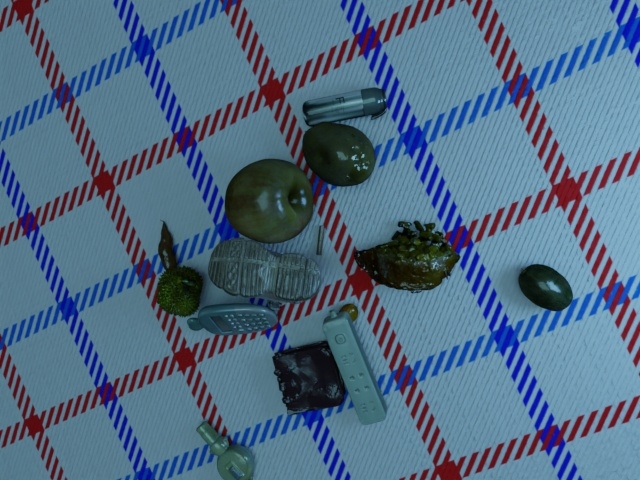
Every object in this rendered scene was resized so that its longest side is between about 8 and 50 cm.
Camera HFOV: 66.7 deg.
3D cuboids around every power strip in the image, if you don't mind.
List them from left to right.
[{"bbox_3d":[0.104,0.391,1.517,0.091,0.062,0.385,-20,99,13],"label":"power strip"}]

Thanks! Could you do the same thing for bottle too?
[{"bbox_3d":[0.075,-0.398,1.475,0.253,0.079,0.096,-9,98,10],"label":"bottle"}]

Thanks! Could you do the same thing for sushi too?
[{"bbox_3d":[0.262,0.050,1.446,0.296,0.167,0.179,3,115,18],"label":"sushi"}]

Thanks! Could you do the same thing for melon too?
[{"bbox_3d":[0.644,0.133,1.400,0.167,0.114,0.114,40,100,2],"label":"melon"}]

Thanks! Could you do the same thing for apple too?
[{"bbox_3d":[-0.157,-0.115,1.463,0.233,0.256,0.257,-5,94,40],"label":"apple"}]

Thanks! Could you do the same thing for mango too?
[{"bbox_3d":[0.084,0.241,1.541,0.060,0.046,0.089,23,100,3],"label":"mango"}]

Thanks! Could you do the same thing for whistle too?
[{"bbox_3d":[-0.320,0.719,1.641,0.126,0.067,0.258,-45,84,9],"label":"whistle"}]

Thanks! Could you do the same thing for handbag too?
[{"bbox_3d":[-0.038,0.441,1.566,0.216,0.074,0.203,-16,91,13],"label":"handbag"}]

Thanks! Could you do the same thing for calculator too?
[{"bbox_3d":[-0.282,0.252,1.551,0.295,0.184,0.042,-6,56,7],"label":"calculator"}]

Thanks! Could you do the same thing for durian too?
[{"bbox_3d":[-0.454,0.167,1.552,0.146,0.198,0.159,7,102,0],"label":"durian"}]

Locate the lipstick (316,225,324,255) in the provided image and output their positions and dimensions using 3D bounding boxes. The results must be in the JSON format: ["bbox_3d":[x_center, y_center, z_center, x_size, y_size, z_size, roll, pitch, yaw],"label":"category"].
[{"bbox_3d":[0.000,0.000,1.550,0.018,0.019,0.094,7,95,9],"label":"lipstick"}]

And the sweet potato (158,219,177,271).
[{"bbox_3d":[-0.517,0.025,1.629,0.056,0.056,0.195,-9,87,11],"label":"sweet potato"}]

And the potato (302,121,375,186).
[{"bbox_3d":[0.052,-0.259,1.453,0.235,0.160,0.178,37,87,5],"label":"potato"}]

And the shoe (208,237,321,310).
[{"bbox_3d":[-0.165,0.116,1.492,0.350,0.198,0.172,15,77,10],"label":"shoe"}]
